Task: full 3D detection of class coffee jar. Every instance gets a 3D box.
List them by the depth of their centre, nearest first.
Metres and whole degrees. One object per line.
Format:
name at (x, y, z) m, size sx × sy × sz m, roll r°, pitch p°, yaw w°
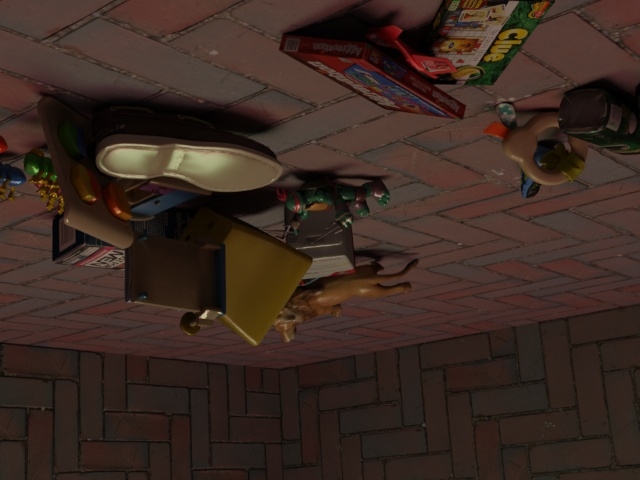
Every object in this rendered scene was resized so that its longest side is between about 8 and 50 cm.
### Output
coffee jar at (0.480, -0.193, 1.630) m, size 0.184 × 0.079 × 0.096 m, roll 11°, pitch 174°, yaw -43°

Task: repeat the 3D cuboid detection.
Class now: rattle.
rattle at (0.353, -0.176, 1.709) m, size 0.199 × 0.130 × 0.143 m, roll 12°, pitch -158°, yaw -11°

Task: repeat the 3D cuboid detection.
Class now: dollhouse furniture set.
dollhouse furniture set at (-0.346, 0.020, 1.810) m, size 0.286 × 0.303 × 0.198 m, roll 11°, pitch 159°, yaw -42°

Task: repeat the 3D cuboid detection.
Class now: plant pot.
plant pot at (-0.184, 0.052, 1.998) m, size 0.187 × 0.212 × 0.212 m, roll 38°, pitch 173°, yaw -39°

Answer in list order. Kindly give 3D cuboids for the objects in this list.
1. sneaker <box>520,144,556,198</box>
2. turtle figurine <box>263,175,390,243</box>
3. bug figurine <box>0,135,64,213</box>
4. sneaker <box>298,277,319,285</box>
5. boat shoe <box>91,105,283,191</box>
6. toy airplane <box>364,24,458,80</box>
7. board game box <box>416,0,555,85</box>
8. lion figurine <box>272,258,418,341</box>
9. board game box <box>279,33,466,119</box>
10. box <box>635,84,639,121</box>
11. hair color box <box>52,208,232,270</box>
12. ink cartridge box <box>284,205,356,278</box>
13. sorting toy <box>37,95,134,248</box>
sneaker at (0.427, -0.128, 1.895) m, size 0.078 × 0.067 × 0.188 m, roll 2°, pitch 162°, yaw 1°
turtle figurine at (0.010, -0.067, 1.930) m, size 0.234 × 0.118 × 0.175 m, roll -13°, pitch -171°, yaw -34°
bug figurine at (-0.496, -0.120, 1.623) m, size 0.216 × 0.072 × 0.279 m, roll 19°, pitch 167°, yaw -4°
sneaker at (-0.050, 0.060, 2.478) m, size 0.125 × 0.104 × 0.262 m, roll -13°, pitch 179°, yaw -39°
boat shoe at (-0.211, -0.152, 1.603) m, size 0.324 × 0.097 × 0.116 m, roll 4°, pitch 143°, yaw -31°
toy airplane at (0.117, -0.255, 1.352) m, size 0.151 × 0.028 × 0.151 m, roll 20°, pitch 173°, yaw 3°
board game box at (0.213, -0.278, 1.362) m, size 0.136 × 0.030 × 0.260 m, roll -3°, pitch 165°, yaw -8°
lion figurine at (0.048, 0.128, 2.559) m, size 0.392 × 0.142 × 0.240 m, roll -29°, pitch 164°, yaw 23°
board game box at (0.080, -0.230, 1.413) m, size 0.145 × 0.027 × 0.281 m, roll 15°, pitch 179°, yaw 37°
box at (0.593, -0.185, 1.547) m, size 0.156 × 0.158 × 0.093 m, roll -3°, pitch 165°, yaw -4°
hair color box at (-0.374, -0.001, 2.106) m, size 0.347 × 0.105 × 0.174 m, roll 7°, pitch 162°, yaw -35°
ink cartridge box at (0.000, 0.000, 2.150) m, size 0.128 × 0.127 × 0.176 m, roll -6°, pitch 166°, yaw 7°
sorting toy at (-0.355, -0.105, 1.532) m, size 0.038 × 0.208 × 0.193 m, roll -21°, pitch 161°, yaw 13°
